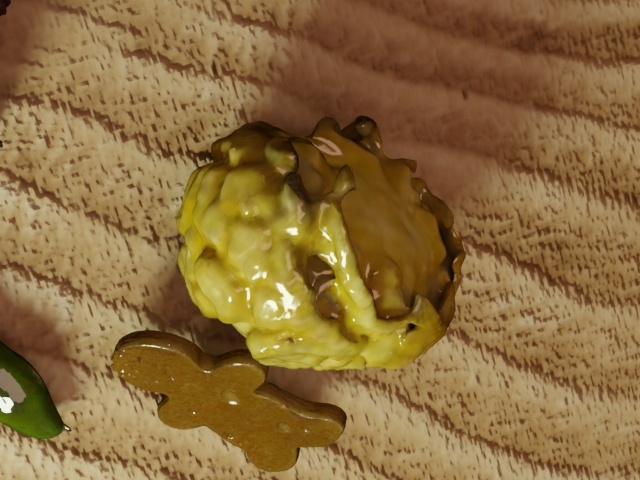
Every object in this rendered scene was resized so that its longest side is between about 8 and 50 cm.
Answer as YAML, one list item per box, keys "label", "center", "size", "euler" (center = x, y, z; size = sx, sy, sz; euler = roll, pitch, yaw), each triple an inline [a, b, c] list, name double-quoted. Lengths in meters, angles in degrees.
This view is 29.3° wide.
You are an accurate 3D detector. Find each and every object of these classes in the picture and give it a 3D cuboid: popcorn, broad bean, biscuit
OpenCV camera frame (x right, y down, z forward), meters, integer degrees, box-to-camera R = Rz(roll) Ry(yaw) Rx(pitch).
- label: "popcorn"
  center: [0.000, 0.000, 0.991]
  size: [0.250, 0.250, 0.190]
  euler: [40, 110, -20]
- label: "broad bean"
  center: [-0.303, 0.084, 0.990]
  size: [0.254, 0.046, 0.065]
  euler: [37, 93, -18]
- label: "biscuit"
  center: [-0.082, 0.129, 1.040]
  size: [0.205, 0.138, 0.031]
  euler: [30, 46, -22]

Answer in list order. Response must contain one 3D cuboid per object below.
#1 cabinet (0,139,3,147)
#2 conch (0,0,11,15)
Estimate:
- label: "cabinet"
  center: [-0.350, -0.149, 0.882]
  size: [0.174, 0.148, 0.215]
  euler: [-18, 103, -15]
- label: "conch"
  center: [-0.263, -0.282, 0.933]
  size: [0.086, 0.080, 0.233]
  euler: [-20, 81, -33]
